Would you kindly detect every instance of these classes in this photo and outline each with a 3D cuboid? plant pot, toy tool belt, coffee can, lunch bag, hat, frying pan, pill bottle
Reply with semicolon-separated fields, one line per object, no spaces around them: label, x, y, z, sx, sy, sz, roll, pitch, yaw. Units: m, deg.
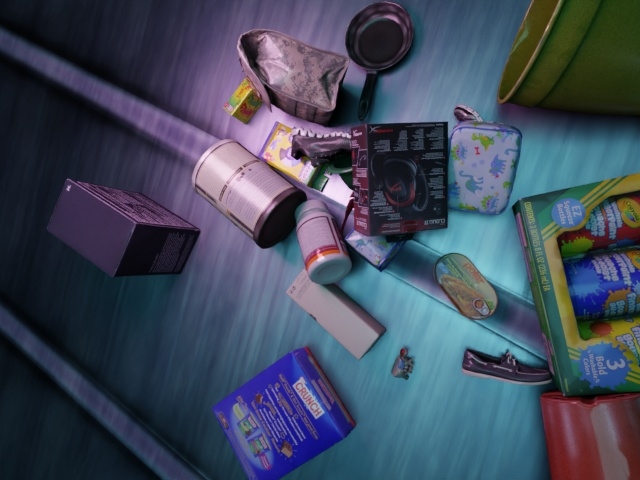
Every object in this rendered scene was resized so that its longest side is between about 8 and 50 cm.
plant pot;0.608;0.461;0.892;0.272;0.272;0.266;-11;75;18
toy tool belt;0.228;0.335;1.132;0.051;0.052;0.084;19;97;-12
coffee can;-0.206;-0.137;1.221;0.275;0.201;0.202;39;99;17
lunch bag;0.392;-0.182;1.041;0.175;0.090;0.219;10;117;19
hat;0.124;-0.155;1.192;0.208;0.173;0.184;-18;117;12
lunch bag;0.163;-0.013;1.150;0.128;0.096;0.151;41;86;19
plant pot;0.632;-0.424;0.898;0.352;0.366;0.367;20;94;7
lunch bag;-0.087;-0.433;1.130;0.286;0.235;0.169;18;93;-5
frying pan;0.178;-0.515;1.189;0.197;0.053;0.327;-12;85;18
pill bottle;0.000;0.000;1.150;0.121;0.121;0.221;-30;51;15

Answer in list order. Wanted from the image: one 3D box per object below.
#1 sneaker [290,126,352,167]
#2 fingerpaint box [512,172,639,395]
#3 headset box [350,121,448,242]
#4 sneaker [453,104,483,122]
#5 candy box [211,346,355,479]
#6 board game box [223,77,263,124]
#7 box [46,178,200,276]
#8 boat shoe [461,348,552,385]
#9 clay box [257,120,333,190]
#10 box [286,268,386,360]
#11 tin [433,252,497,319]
sneaker;0.017;-0.249;1.165;0.234;0.078;0.106;12;85;20
fingerpaint box;0.674;0.087;0.926;0.370;0.163;0.446;-11;84;18
headset box;0.197;-0.139;1.044;0.217;0.110;0.294;-7;101;-15
sneaker;0.395;-0.277;1.094;0.074;0.063;0.171;-38;81;7
candy box;-0.108;0.502;1.195;0.317;0.122;0.268;-37;75;15
board game box;-0.210;-0.456;1.298;0.043;0.092;0.181;43;101;15
box;-0.601;-0.032;1.303;0.296;0.294;0.183;29;96;19
boat shoe;0.457;0.311;1.036;0.205;0.075;0.065;1;87;25
clay box;-0.067;-0.252;1.258;0.221;0.053;0.128;31;96;18
box;0.044;0.197;1.166;0.275;0.113;0.094;41;101;18
tin;0.378;0.118;1.094;0.106;0.040;0.190;-40;76;17
